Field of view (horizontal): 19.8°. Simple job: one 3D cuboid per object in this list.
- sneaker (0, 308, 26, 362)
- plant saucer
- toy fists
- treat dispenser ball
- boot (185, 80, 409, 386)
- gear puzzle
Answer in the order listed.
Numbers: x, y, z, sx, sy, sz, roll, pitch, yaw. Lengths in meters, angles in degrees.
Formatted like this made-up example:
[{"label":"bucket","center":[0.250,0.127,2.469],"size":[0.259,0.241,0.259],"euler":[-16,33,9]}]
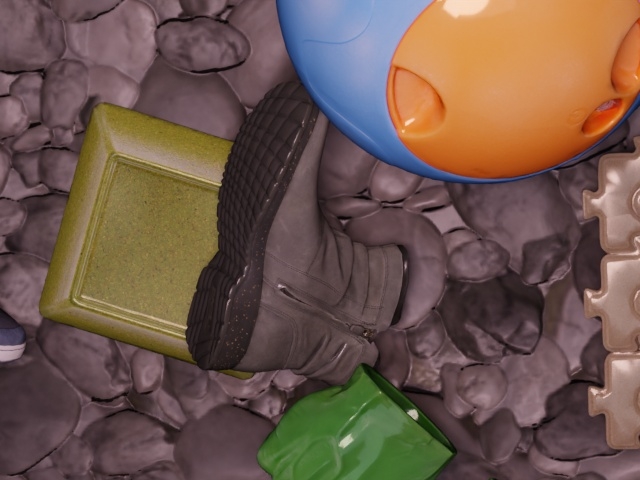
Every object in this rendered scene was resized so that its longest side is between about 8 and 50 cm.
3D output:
[{"label":"sneaker","center":[-0.313,-0.012,1.466],"size":[0.226,0.086,0.163],"euler":[29,104,0]},{"label":"plant saucer","center":[-0.120,0.005,1.474],"size":[0.188,0.045,0.188],"euler":[17,101,1]},{"label":"toy fists","center":[0.073,0.225,1.464],"size":[0.279,0.096,0.142],"euler":[42,96,-16]},{"label":"treat dispenser ball","center":[0.111,-0.183,1.300],"size":[0.288,0.288,0.288],"euler":[1,100,4]},{"label":"boot","center":[0.000,0.000,1.431],"size":[0.161,0.083,0.246],"euler":[8,111,-30]},{"label":"gear puzzle","center":[0.294,-0.002,1.447],"size":[0.175,0.044,0.339],"euler":[-2,97,6]}]
